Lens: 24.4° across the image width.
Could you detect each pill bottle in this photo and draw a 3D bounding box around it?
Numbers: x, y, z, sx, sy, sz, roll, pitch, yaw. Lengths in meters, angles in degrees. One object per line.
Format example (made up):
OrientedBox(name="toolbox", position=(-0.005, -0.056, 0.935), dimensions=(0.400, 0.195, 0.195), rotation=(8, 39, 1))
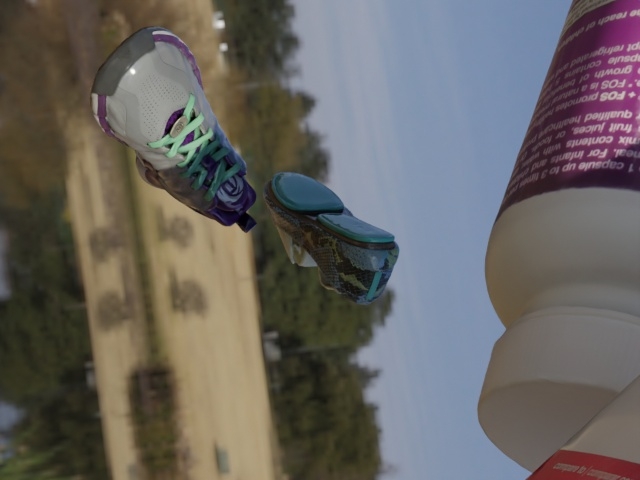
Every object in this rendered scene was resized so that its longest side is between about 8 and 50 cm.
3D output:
OrientedBox(name="pill bottle", position=(0.185, -0.019, 0.793), dimensions=(0.169, 0.169, 0.301), rotation=(90, 20, -58))

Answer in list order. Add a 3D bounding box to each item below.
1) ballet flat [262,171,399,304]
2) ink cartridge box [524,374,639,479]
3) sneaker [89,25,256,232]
OrientedBox(name="ballet flat", position=(0.000, 0.000, 1.166), dimensions=(0.188, 0.070, 0.070), rotation=(-139, -141, -61))
OrientedBox(name="ink cartridge box", position=(0.208, 0.109, 0.584), dimensions=(0.172, 0.237, 0.100), rotation=(52, -13, -6))
OrientedBox(name="sneaker", position=(-0.089, -0.073, 1.047), dimensions=(0.098, 0.083, 0.223), rotation=(39, -7, 16))
